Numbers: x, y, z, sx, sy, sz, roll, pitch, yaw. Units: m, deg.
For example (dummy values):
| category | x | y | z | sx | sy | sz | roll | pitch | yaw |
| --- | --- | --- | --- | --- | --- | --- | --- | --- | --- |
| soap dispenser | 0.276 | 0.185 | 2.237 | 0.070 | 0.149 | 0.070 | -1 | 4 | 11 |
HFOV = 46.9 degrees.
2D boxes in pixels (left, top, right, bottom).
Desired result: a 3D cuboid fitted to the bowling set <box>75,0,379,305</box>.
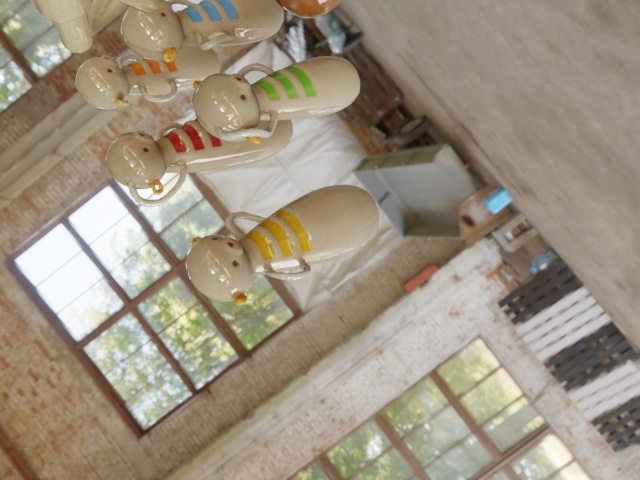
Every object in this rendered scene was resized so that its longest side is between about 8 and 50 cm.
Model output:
| category | x | y | z | sx | sy | sz | roll | pitch | yaw |
| --- | --- | --- | --- | --- | --- | --- | --- | --- | --- |
| bowling set | -0.075 | -0.120 | 0.519 | 0.287 | 0.154 | 0.199 | 43 | 138 | 30 |

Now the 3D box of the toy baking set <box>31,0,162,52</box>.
| category | x | y | z | sx | sy | sz | roll | pitch | yaw |
| --- | --- | --- | --- | --- | --- | --- | --- | --- | --- |
| toy baking set | -0.080 | -0.201 | 0.329 | 0.030 | 0.196 | 0.256 | 30 | 166 | 1 |

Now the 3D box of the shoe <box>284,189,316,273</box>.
| category | x | y | z | sx | sy | sz | roll | pitch | yaw |
| --- | --- | --- | --- | --- | --- | --- | --- | --- | --- |
| shoe | 0.000 | 0.000 | 1.059 | 0.081 | 0.178 | 0.063 | 16 | -129 | -12 |
